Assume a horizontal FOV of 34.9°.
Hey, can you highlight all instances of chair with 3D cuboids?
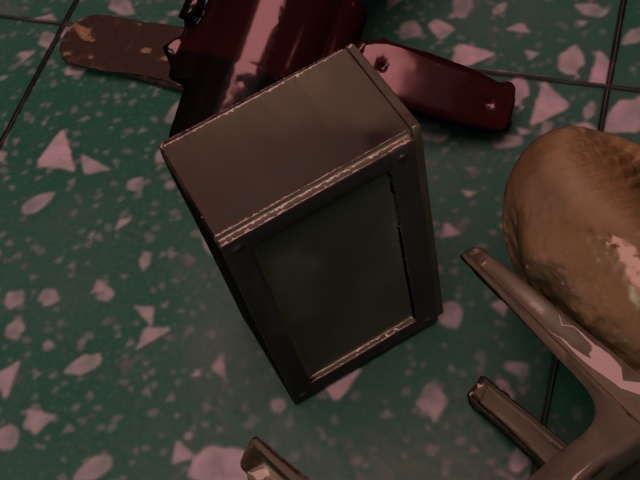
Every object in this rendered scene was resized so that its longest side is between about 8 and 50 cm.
[{"bbox_3d":[0.130,0.179,0.564,0.203,0.190,0.274,-39,52,-12],"label":"chair"}]

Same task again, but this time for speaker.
[{"bbox_3d":[0.023,-0.206,0.826,0.198,0.259,0.329,13,89,62],"label":"speaker"}]

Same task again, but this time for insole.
[{"bbox_3d":[-0.119,-0.164,0.905,0.248,0.011,0.081,11,60,16],"label":"insole"}]

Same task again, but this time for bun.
[{"bbox_3d":[0.199,0.028,0.649,0.222,0.127,0.222,21,33,-15],"label":"bun"}]

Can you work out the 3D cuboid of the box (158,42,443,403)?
[{"bbox_3d":[0.000,0.000,0.656,0.129,0.225,0.086,-29,58,-7],"label":"box"}]
